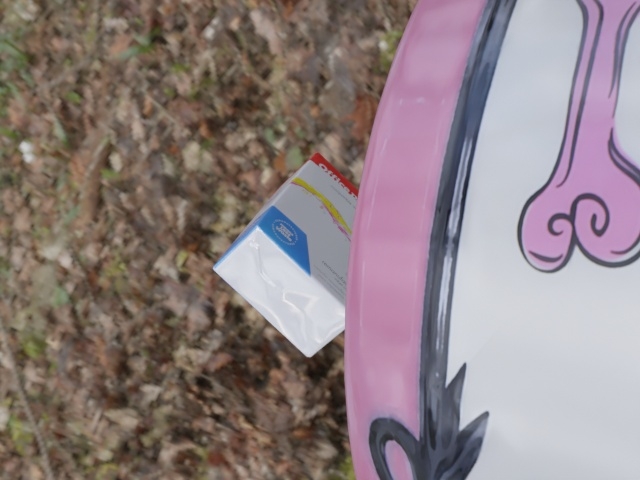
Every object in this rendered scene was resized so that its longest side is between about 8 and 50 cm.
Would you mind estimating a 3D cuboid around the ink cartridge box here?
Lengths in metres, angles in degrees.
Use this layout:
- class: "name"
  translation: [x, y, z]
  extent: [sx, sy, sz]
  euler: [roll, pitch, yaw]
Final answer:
- class: "ink cartridge box"
  translation: [0.000, 0.000, 1.223]
  extent: [0.078, 0.134, 0.231]
  euler: [-43, 7, 33]

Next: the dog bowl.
- class: "dog bowl"
  translation: [0.156, 0.013, 0.522]
  extent: [0.150, 0.408, 0.408]
  euler: [8, 73, 31]
